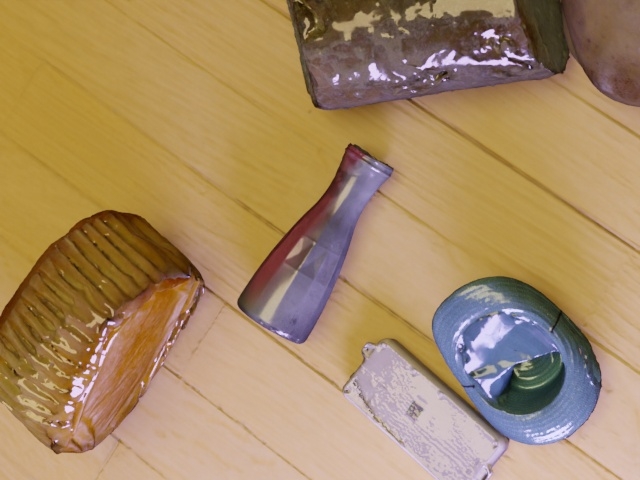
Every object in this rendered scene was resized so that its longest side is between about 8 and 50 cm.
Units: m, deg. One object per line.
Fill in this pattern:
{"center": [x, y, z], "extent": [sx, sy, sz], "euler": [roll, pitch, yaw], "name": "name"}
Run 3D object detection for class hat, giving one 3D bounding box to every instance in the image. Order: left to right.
{"center": [0.203, 0.115, 1.850], "extent": [0.138, 0.078, 0.191], "euler": [-37, 94, 24], "name": "hat"}

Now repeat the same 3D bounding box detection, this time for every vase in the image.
{"center": [0.000, 0.000, 1.930], "extent": [0.086, 0.086, 0.214], "euler": [33, 95, 19], "name": "vase"}

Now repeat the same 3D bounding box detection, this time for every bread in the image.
{"center": [-0.245, 0.095, 1.936], "extent": [0.142, 0.227, 0.253], "euler": [36, 107, 22], "name": "bread"}

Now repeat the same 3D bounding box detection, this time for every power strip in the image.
{"center": [0.109, 0.186, 1.900], "extent": [0.192, 0.035, 0.081], "euler": [41, 102, 18], "name": "power strip"}

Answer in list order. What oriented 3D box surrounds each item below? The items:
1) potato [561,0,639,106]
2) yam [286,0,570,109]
{"center": [0.344, -0.285, 1.722], "extent": [0.221, 0.243, 0.326], "euler": [22, 95, 6], "name": "potato"}
{"center": [0.094, -0.226, 1.863], "extent": [0.304, 0.168, 0.168], "euler": [-7, 85, 18], "name": "yam"}
